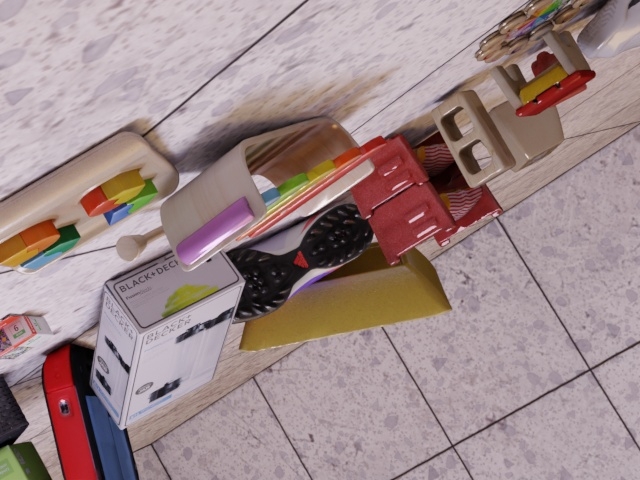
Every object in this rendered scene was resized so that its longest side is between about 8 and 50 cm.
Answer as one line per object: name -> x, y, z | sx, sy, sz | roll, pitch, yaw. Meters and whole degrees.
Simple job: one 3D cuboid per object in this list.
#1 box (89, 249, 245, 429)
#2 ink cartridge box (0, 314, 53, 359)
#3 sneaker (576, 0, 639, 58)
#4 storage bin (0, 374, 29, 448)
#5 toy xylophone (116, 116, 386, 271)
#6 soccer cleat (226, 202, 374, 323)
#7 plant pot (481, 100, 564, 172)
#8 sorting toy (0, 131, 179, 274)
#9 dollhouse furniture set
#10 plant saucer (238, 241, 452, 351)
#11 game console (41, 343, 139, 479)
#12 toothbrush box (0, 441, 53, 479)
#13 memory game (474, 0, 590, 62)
box -> -0.215, 0.130, 1.779 | 0.169, 0.087, 0.290 | -26, 157, -29
ink cartridge box -> -0.372, 0.118, 1.573 | 0.063, 0.029, 0.115 | -31, 172, 4
sneaker -> 0.533, -0.284, 1.740 | 0.366, 0.210, 0.137 | -28, 171, -16
storage bin -> -0.503, 0.273, 1.859 | 0.122, 0.084, 0.180 | -26, 170, -33
toy xylophone -> -0.076, -0.044, 1.412 | 0.236, 0.081, 0.323 | -35, 177, 34
soccer cleat -> -0.068, 0.043, 1.979 | 0.318, 0.108, 0.116 | -28, 180, -21
plant pot -> 0.325, -0.173, 2.078 | 0.109, 0.096, 0.109 | -29, 172, -17
sorting toy -> -0.226, -0.023, 1.212 | 0.193, 0.038, 0.208 | -30, 172, -1
dollhouse furniture set -> 0.237, -0.127, 1.788 | 0.374, 0.152, 0.201 | -32, 172, 30
plant saucer -> 0.030, 0.074, 2.119 | 0.333, 0.081, 0.333 | -11, -170, 2
game console -> -0.316, 0.351, 1.965 | 0.060, 0.386, 0.342 | -15, 172, 3
toothbrush box -> -0.455, 0.463, 1.881 | 0.206, 0.283, 0.122 | -31, 171, 0
memory game -> 0.268, -0.269, 1.586 | 0.186, 0.012, 0.186 | -30, 172, -4
